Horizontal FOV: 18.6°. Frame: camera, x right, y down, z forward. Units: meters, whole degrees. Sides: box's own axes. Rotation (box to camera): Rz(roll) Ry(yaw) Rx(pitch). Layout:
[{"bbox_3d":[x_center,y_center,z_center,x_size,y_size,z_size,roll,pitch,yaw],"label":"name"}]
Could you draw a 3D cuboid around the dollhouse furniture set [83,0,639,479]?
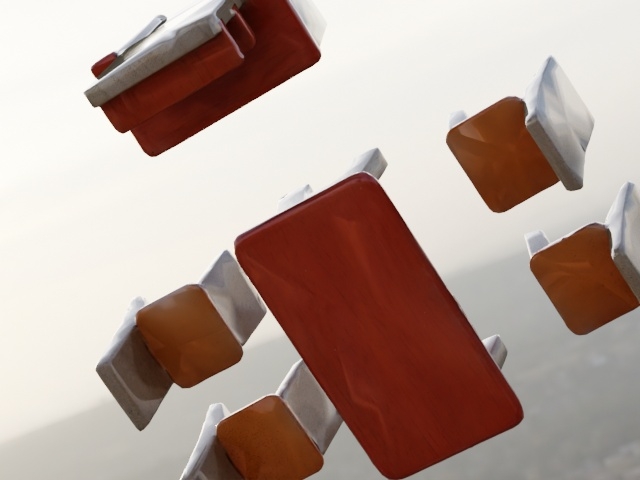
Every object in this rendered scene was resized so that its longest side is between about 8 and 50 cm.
[{"bbox_3d":[0.000,0.000,0.933,0.262,0.259,0.135,-29,15,19],"label":"dollhouse furniture set"}]
